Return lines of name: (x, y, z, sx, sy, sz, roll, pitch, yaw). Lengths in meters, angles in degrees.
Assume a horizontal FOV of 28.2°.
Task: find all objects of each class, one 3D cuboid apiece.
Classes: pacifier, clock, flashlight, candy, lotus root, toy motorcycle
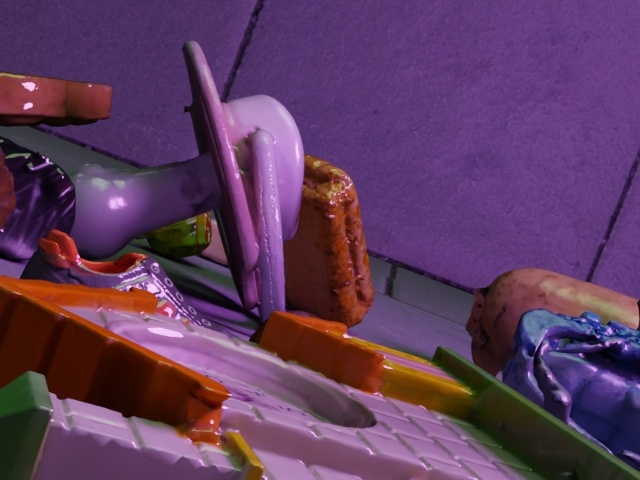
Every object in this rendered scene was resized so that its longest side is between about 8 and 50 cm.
pacifier: (-0.120, -0.053, 1.268, 0.273, 0.220, 0.332, 20, -17, 3)
clock: (-0.029, 0.086, 0.527, 0.255, 0.106, 0.220, 19, 4, -19)
flashlight: (-0.338, -0.068, 1.274, 0.103, 0.103, 0.424, 19, 3, -27)
candy: (-0.251, -0.027, 1.522, 0.262, 0.073, 0.077, 10, -10, -30)
lotus root: (0.288, 0.127, 1.370, 0.284, 0.146, 0.160, 20, -34, 18)
toy motorcycle: (0.275, 0.155, 1.089, 0.260, 0.154, 0.206, 26, 28, 16)

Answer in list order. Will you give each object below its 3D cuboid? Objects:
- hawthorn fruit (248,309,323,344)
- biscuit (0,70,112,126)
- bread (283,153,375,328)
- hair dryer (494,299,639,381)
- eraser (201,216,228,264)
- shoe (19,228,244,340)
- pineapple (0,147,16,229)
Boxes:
hawthorn fruit: (-0.027, 0.092, 0.977, 0.067, 0.066, 0.103, 20, -23, -7)
biscuit: (-0.391, -0.154, 1.298, 0.351, 0.057, 0.312, 6, 7, -9)
bread: (0.000, 0.000, 1.447, 0.114, 0.083, 0.211, 24, -38, 32)
hair dryer: (0.272, 0.119, 1.259, 0.219, 0.225, 0.088, -10, -15, 16)
eraser: (-0.072, 0.021, 1.730, 0.172, 0.058, 0.117, 21, 4, 5)
shoe: (-0.109, 0.052, 0.836, 0.194, 0.077, 0.074, 19, 3, -20)
pineapple: (-0.351, -0.069, 1.056, 0.111, 0.119, 0.237, 15, 11, -47)
